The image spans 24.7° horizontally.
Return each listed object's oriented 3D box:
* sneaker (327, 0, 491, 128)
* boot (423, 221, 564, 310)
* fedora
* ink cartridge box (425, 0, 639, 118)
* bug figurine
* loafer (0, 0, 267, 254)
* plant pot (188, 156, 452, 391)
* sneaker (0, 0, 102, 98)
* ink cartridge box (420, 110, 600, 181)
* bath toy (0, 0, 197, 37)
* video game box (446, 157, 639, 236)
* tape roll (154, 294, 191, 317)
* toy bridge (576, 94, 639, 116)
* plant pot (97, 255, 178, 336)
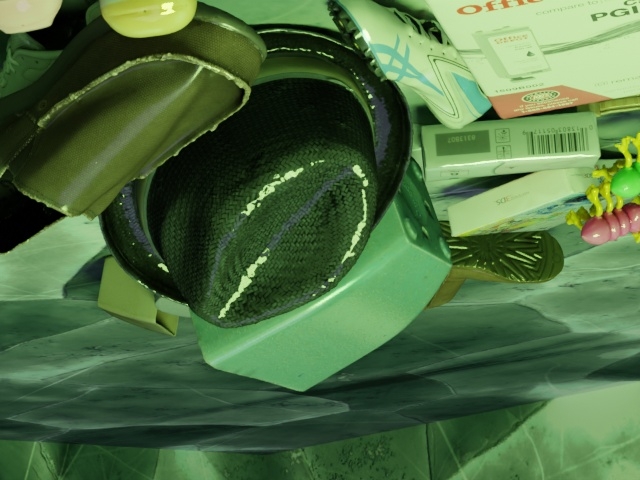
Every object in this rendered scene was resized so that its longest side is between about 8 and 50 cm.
[{"bbox_3d":[0.090,-0.178,1.346,0.086,0.085,0.237,-46,143,14],"label":"sneaker"},{"bbox_3d":[0.210,0.043,2.151,0.236,0.089,0.269,10,162,-4],"label":"boot"},{"bbox_3d":[-0.052,-0.032,1.395,0.334,0.152,0.334,-7,126,-10],"label":"fedora"},{"bbox_3d":[0.204,-0.208,1.163,0.207,0.117,0.283,-9,164,17],"label":"ink cartridge box"},{"bbox_3d":[0.399,-0.068,1.666,0.216,0.072,0.279,-19,160,-17],"label":"bug figurine"},{"bbox_3d":[-0.185,-0.076,1.217,0.366,0.130,0.134,-27,143,37],"label":"loafer"},{"bbox_3d":[0.000,0.000,1.670,0.252,0.247,0.248,-26,158,18],"label":"plant pot"},{"bbox_3d":[-0.246,-0.161,1.287,0.262,0.099,0.121,-24,149,32],"label":"sneaker"},{"bbox_3d":[0.210,-0.092,1.656,0.189,0.066,0.232,-5,169,4],"label":"ink cartridge box"},{"bbox_3d":[-0.207,-0.212,1.049,0.348,0.129,0.151,-7,121,1],"label":"bath toy"},{"bbox_3d":[0.293,-0.054,1.835,0.187,0.048,0.205,-7,170,-42],"label":"video game box"},{"bbox_3d":[-0.116,0.050,1.979,0.219,0.072,0.219,-3,166,-1],"label":"tape roll"},{"bbox_3d":[0.369,-0.162,1.548,0.188,0.026,0.063,-15,164,33],"label":"toy bridge"},{"bbox_3d":[-0.258,0.071,2.088,0.096,0.109,0.109,5,167,11],"label":"plant pot"}]
